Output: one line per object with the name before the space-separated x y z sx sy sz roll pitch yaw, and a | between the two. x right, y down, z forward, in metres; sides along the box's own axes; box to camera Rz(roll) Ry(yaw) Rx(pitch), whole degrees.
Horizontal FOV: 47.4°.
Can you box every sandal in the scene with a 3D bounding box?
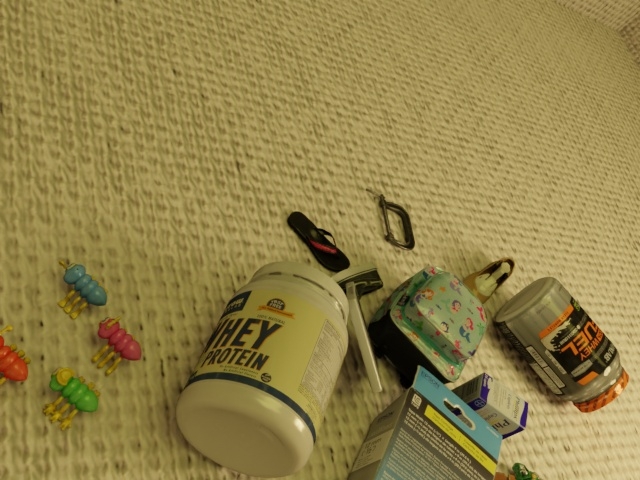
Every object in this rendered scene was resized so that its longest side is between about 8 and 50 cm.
sandal | 0.000 0.000 1.638 0.179 0.040 0.067 46 43 -3

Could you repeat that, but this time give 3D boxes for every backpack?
backpack | 0.252 0.179 1.617 0.225 0.191 0.253 46 38 -1

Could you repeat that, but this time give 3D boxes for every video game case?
video game case | 0.085 0.190 1.466 0.173 0.022 0.190 -77 151 -82

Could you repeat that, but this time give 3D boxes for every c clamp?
c clamp | 0.179 -0.048 1.832 0.137 0.022 0.160 12 52 -38

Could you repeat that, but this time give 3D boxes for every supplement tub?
supplement tub | 0.607 0.262 1.825 0.316 0.193 0.193 49 43 1
supplement tub | -0.086 0.217 1.276 0.235 0.235 0.325 36 44 -13

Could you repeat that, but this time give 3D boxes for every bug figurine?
bug figurine | -0.407 0.161 1.180 0.216 0.072 0.279 43 43 -6

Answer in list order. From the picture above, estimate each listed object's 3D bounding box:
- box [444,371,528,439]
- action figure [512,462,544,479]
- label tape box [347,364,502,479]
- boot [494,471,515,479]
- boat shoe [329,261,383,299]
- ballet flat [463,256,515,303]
box | 0.361 0.373 1.599 0.137 0.126 0.072 35 44 -13
action figure | 0.501 0.592 1.608 0.137 0.063 0.232 -29 77 -43
label tape box | 0.205 0.456 1.431 0.249 0.115 0.347 42 41 -8
boot | 0.356 0.554 1.511 0.197 0.073 0.152 25 48 -39
boat shoe | 0.062 0.104 1.588 0.219 0.078 0.070 -18 72 -46
ballet flat | 0.436 0.100 1.889 0.080 0.073 0.232 52 44 4
